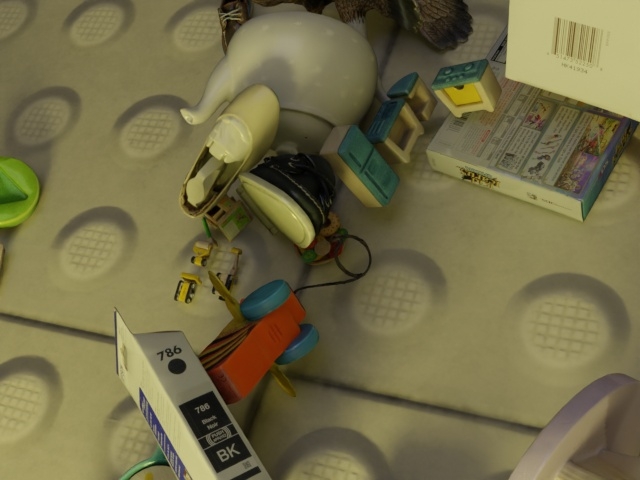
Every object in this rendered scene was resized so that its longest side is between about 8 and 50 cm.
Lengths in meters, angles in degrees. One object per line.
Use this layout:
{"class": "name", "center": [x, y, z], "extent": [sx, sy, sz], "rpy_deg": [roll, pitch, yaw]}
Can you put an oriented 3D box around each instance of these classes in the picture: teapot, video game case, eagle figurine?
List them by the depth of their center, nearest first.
{"class": "video game case", "center": [0.326, -0.182, 1.326], "extent": [0.244, 0.061, 0.269], "rpy_deg": [23, 69, 31]}
{"class": "teapot", "center": [-0.031, -0.211, 1.377], "extent": [0.256, 0.252, 0.187], "rpy_deg": [-4, 69, 30]}
{"class": "eagle figurine", "center": [0.081, -0.406, 1.486], "extent": [0.298, 0.225, 0.226], "rpy_deg": [5, 50, 34]}

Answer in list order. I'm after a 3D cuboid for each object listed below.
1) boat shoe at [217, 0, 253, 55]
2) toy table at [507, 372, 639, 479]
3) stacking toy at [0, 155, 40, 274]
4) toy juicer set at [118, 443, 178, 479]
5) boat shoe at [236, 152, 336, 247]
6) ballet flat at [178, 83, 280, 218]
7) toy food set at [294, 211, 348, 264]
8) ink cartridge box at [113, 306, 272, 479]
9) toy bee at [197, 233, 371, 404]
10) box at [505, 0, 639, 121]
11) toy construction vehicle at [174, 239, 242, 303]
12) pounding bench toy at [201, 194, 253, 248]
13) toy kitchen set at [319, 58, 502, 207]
{"class": "boat shoe", "center": [-0.156, -0.395, 1.628], "extent": [0.066, 0.066, 0.183], "rpy_deg": [-15, 55, 10]}
{"class": "toy table", "center": [0.307, 0.282, 0.940], "extent": [0.161, 0.252, 0.274], "rpy_deg": [28, 82, 48]}
{"class": "stacking toy", "center": [-0.637, -0.026, 1.569], "extent": [0.280, 0.130, 0.309], "rpy_deg": [14, 64, -3]}
{"class": "toy juicer set", "center": [-0.182, 0.358, 1.142], "extent": [0.209, 0.089, 0.329], "rpy_deg": [28, 71, 32]}
{"class": "boat shoe", "center": [-0.034, -0.069, 1.250], "extent": [0.113, 0.340, 0.127], "rpy_deg": [-40, 94, -7]}
{"class": "ballet flat", "center": [-0.137, -0.118, 1.293], "extent": [0.086, 0.248, 0.086], "rpy_deg": [19, 45, -20]}
{"class": "toy food set", "center": [0.000, 0.000, 1.349], "extent": [0.083, 0.020, 0.082], "rpy_deg": [-28, 54, 0]}
{"class": "ink cartridge box", "center": [-0.150, 0.234, 1.095], "extent": [0.065, 0.165, 0.332], "rpy_deg": [-23, 60, -26]}
{"class": "toy bee", "center": [-0.070, 0.120, 1.232], "extent": [0.162, 0.298, 0.195], "rpy_deg": [-17, 89, 48]}
{"class": "box", "center": [0.439, -0.334, 1.245], "extent": [0.215, 0.168, 0.345], "rpy_deg": [27, 49, 34]}
{"class": "toy construction vehicle", "center": [-0.165, 0.053, 1.363], "extent": [0.086, 0.035, 0.098], "rpy_deg": [9, 77, 23]}
{"class": "pounding bench toy", "center": [-0.161, -0.034, 1.407], "extent": [0.065, 0.052, 0.083], "rpy_deg": [35, 75, 33]}
{"class": "toy kitchen set", "center": [0.130, -0.166, 1.268], "extent": [0.166, 0.122, 0.207], "rpy_deg": [-2, 52, 45]}
